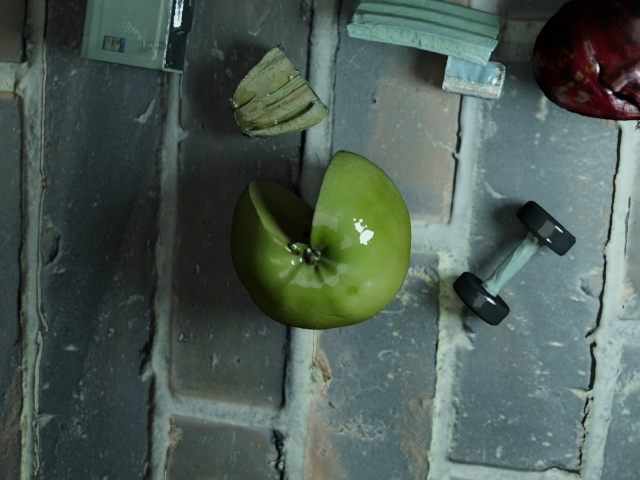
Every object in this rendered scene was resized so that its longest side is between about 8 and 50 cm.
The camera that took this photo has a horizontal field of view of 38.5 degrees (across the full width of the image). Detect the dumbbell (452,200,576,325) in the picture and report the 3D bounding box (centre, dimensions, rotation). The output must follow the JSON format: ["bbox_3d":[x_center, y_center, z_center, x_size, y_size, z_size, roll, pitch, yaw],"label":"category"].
[{"bbox_3d":[0.306,0.037,1.456,0.100,0.100,0.191,41,101,2],"label":"dumbbell"}]

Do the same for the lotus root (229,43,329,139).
[{"bbox_3d":[-0.077,-0.233,1.504,0.144,0.070,0.143,-28,98,8],"label":"lotus root"}]

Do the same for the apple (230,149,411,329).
[{"bbox_3d":[0.000,0.000,1.427,0.291,0.254,0.292,2,103,9],"label":"apple"}]

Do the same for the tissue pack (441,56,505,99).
[{"bbox_3d":[0.241,-0.255,1.443,0.094,0.074,0.059,11,96,5],"label":"tissue pack"}]

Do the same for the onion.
[{"bbox_3d":[0.445,-0.283,1.333,0.280,0.221,0.281,-3,79,15],"label":"onion"}]

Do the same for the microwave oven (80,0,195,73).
[{"bbox_3d":[-0.289,-0.384,1.490,0.163,0.129,0.205,11,99,6],"label":"microwave oven"}]

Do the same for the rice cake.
[{"bbox_3d":[0.160,-0.338,1.429,0.237,0.127,0.043,13,132,6],"label":"rice cake"}]
